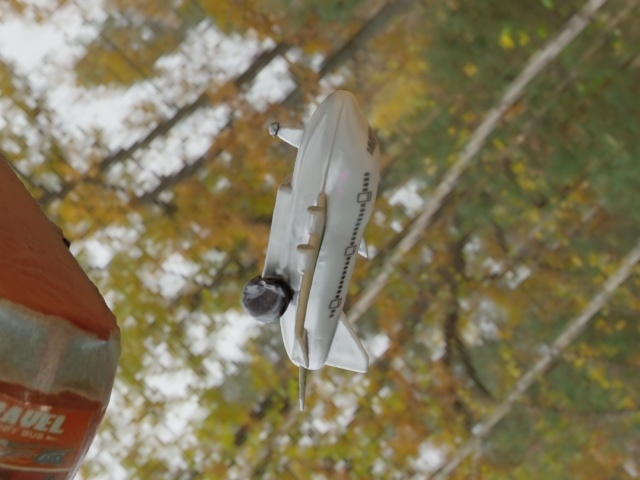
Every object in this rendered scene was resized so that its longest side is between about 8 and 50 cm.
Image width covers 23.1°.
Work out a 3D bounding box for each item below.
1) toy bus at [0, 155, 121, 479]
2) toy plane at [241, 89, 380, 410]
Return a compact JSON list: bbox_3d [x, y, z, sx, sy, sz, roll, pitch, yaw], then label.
[{"bbox_3d":[-0.193,0.030,0.813,0.121,0.119,0.265,22,-165,-38],"label":"toy bus"},{"bbox_3d":[-0.005,0.000,1.276,0.101,0.255,0.251,7,-159,10],"label":"toy plane"}]
